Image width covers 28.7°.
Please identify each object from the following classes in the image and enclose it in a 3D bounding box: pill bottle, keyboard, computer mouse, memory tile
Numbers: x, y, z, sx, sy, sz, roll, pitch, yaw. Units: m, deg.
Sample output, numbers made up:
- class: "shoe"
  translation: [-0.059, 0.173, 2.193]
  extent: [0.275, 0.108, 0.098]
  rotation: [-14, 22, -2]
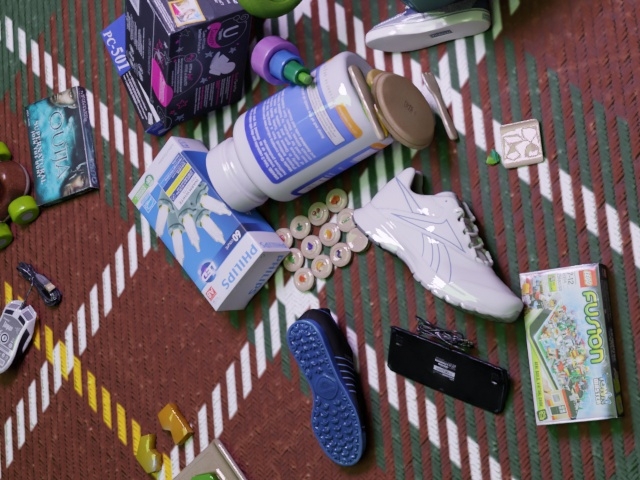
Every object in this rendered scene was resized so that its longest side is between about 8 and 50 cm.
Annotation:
- class: "pill bottle"
  translation: [-0.033, -0.152, 1.857]
  extent: [0.272, 0.152, 0.152]
  rotation: [-28, 71, 24]
- class: "keyboard"
  translation: [0.185, 0.168, 1.772]
  extent: [0.192, 0.038, 0.100]
  rotation: [20, 118, 29]
- class: "computer mouse"
  translation: [-0.523, 0.142, 2.171]
  extent: [0.106, 0.042, 0.193]
  rotation: [31, 94, 24]
- class: "memory tile"
  translation: [0.000, 0.000, 1.901]
  extent: [0.148, 0.012, 0.113]
  rotation: [-36, 68, 21]

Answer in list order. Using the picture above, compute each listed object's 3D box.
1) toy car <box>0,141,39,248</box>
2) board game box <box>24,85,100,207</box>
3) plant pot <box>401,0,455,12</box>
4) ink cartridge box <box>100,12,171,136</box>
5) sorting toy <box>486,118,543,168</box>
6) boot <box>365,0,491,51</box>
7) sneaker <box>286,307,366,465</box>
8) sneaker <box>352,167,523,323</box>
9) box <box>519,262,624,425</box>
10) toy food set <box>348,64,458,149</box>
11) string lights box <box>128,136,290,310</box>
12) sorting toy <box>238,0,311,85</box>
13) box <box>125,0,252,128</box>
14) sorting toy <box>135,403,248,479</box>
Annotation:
- class: "toy car"
  translation: [-0.608, -0.086, 2.158]
  extent: [0.149, 0.188, 0.155]
  rotation: [-41, 66, 20]
- class: "board game box"
  translation: [-0.450, -0.162, 2.170]
  extent: [0.126, 0.026, 0.186]
  rotation: [-17, 76, 28]
- class: "plant pot"
  translation: [0.143, -0.454, 1.689]
  extent: [0.235, 0.293, 0.293]
  rotation: [-48, 64, 6]
- class: "ink cartridge box"
  translation: [-0.282, -0.285, 2.077]
  extent: [0.097, 0.046, 0.207]
  rotation: [-34, 69, 21]
- class: "sorting toy"
  translation: [0.271, -0.133, 1.761]
  extent: [0.083, 0.012, 0.062]
  rotation: [-10, 84, 25]
- class: "boot"
  translation: [0.156, -0.335, 1.826]
  extent: [0.190, 0.069, 0.086]
  rotation: [-8, 73, 21]
- class: "sneaker"
  translation: [0.023, 0.209, 1.833]
  extent: [0.081, 0.090, 0.232]
  rotation: [-12, 100, 27]
- class: "sneaker"
  translation: [0.174, 0.005, 1.745]
  extent: [0.297, 0.111, 0.129]
  rotation: [42, 98, 30]
- class: "box"
  translation: [0.336, 0.139, 1.678]
  extent: [0.114, 0.036, 0.207]
  rotation: [-11, 79, 28]
- class: "toy food set"
  translation: [0.110, -0.183, 1.764]
  extent: [0.038, 0.192, 0.132]
  rotation: [-32, 72, 38]
- class: "string lights box"
  translation: [-0.176, -0.027, 1.963]
  extent: [0.259, 0.077, 0.133]
  rotation: [50, 115, 25]
- class: "sorting toy"
  translation: [-0.036, -0.372, 1.705]
  extent: [0.126, 0.127, 0.365]
  rotation: [37, 135, 46]
- class: "box"
  translation: [-0.205, -0.319, 1.910]
  extent: [0.142, 0.247, 0.163]
  rotation: [-22, 67, -20]
- class: "sorting toy"
  translation: [-0.206, 0.421, 1.954]
  extent: [0.229, 0.041, 0.307]
  rotation: [-46, 65, 17]
